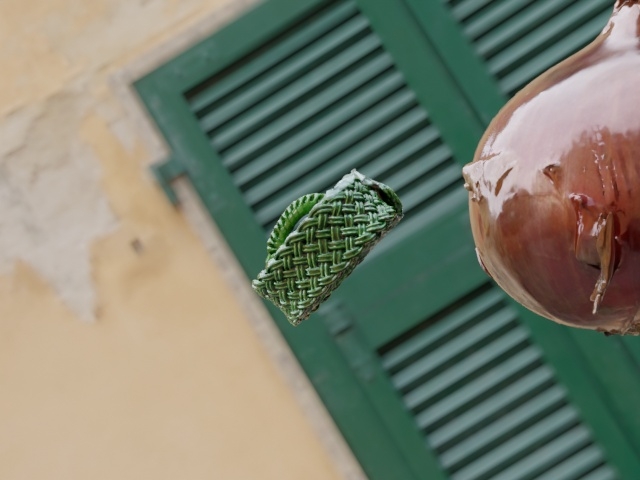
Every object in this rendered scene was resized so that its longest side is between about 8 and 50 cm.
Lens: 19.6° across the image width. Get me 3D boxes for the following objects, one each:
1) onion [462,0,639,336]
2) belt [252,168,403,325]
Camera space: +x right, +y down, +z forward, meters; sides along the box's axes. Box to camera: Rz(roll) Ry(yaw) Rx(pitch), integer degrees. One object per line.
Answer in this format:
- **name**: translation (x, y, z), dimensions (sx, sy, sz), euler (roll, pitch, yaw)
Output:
- **onion**: translation (0.305, -0.050, 1.706), dimensions (0.354, 0.353, 0.353), euler (-30, -12, -7)
- **belt**: translation (0.000, 0.000, 1.637), dimensions (0.151, 0.079, 0.121), euler (-48, -4, 28)
